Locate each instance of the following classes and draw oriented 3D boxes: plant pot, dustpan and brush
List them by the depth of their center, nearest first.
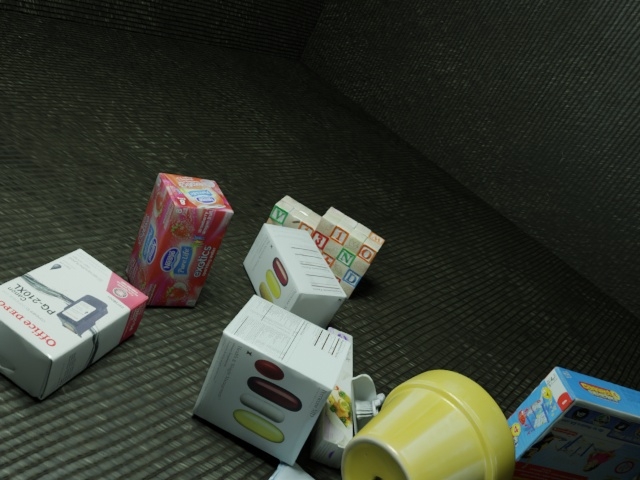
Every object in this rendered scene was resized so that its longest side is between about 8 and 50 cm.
[{"bbox_3d":[0.172,0.384,1.016,0.239,0.254,0.254,-11,47,-43],"label":"plant pot"},{"bbox_3d":[0.103,0.341,1.188,0.060,0.147,0.211,-6,-6,6],"label":"dustpan and brush"}]

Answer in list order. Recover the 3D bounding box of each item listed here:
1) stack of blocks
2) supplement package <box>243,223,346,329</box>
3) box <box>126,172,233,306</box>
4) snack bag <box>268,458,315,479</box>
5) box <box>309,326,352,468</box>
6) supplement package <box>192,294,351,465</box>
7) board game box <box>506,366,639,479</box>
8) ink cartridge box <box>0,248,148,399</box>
[{"bbox_3d":[0.000,0.000,1.560,0.297,0.171,0.087,32,28,6],"label":"stack of blocks"},{"bbox_3d":[-0.067,0.093,1.378,0.133,0.139,0.244,9,34,-36],"label":"supplement package"},{"bbox_3d":[-0.295,0.005,1.187,0.128,0.257,0.123,6,34,-37],"label":"box"},{"bbox_3d":[-0.004,0.520,0.848,0.342,0.037,0.323,34,28,15],"label":"snack bag"},{"bbox_3d":[0.027,0.310,1.187,0.063,0.067,0.324,24,28,-11],"label":"box"},{"bbox_3d":[-0.085,0.246,1.029,0.203,0.194,0.149,26,25,5],"label":"supplement package"},{"bbox_3d":[0.534,0.429,1.209,0.308,0.302,0.086,19,29,-19],"label":"board game box"},{"bbox_3d":[-0.449,0.134,0.999,0.172,0.100,0.237,33,28,8],"label":"ink cartridge box"}]
